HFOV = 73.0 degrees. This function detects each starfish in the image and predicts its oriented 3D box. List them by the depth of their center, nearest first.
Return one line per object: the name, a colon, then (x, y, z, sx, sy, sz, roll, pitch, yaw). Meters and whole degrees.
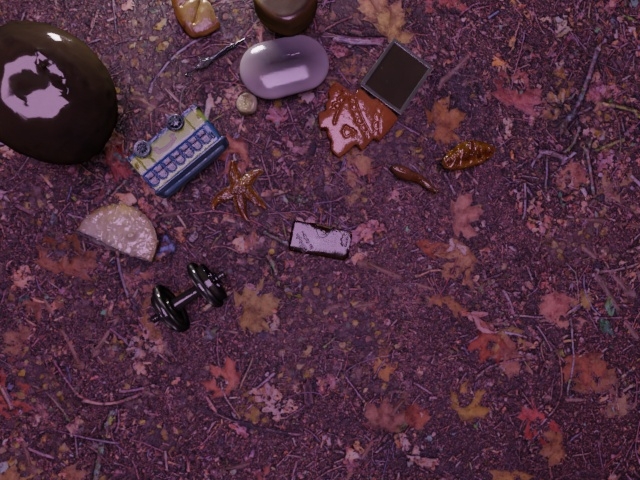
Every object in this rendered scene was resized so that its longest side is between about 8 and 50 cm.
starfish: (-0.298, -0.179, 1.596, 0.241, 0.043, 0.227, -33, 92, -3)

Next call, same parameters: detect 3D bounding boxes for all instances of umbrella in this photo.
umbrella: (-0.394, -0.684, 1.598, 0.269, 0.044, 0.044, -39, 56, -12)

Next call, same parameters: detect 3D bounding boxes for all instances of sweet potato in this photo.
sweet potato: (0.366, -0.237, 1.667, 0.214, 0.050, 0.050, 24, 87, -9)

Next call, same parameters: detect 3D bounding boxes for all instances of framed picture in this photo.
framed picture: (0.294, -0.631, 1.664, 0.197, 0.014, 0.252, 35, 78, -4)

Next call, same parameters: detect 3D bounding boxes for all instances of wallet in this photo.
wallet: (0.000, 0.000, 1.630, 0.232, 0.031, 0.121, 11, 90, -6)

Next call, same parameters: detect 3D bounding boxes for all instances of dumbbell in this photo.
dumbbell: (-0.458, 0.195, 1.496, 0.290, 0.192, 0.192, -34, 93, -6)

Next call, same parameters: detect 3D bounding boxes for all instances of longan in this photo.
longan: (-0.869, -0.467, 1.366, 0.436, 0.404, 0.404, 39, 85, -1)

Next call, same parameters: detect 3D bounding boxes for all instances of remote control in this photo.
remote control: (-0.131, -0.638, 1.586, 0.332, 0.103, 0.221, -17, 84, -6)

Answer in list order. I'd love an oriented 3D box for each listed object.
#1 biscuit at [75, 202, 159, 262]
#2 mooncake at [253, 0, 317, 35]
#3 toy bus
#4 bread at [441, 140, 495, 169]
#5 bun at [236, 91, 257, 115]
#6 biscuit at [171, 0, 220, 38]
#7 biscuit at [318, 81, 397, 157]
biscuit: (-0.706, -0.040, 1.526, 0.281, 0.084, 0.179, 19, 88, -5)
mooncake: (-0.123, -0.855, 1.573, 0.235, 0.117, 0.234, 1, 76, -4)
toy bus: (-0.496, -0.312, 1.519, 0.312, 0.152, 0.190, -41, 93, -5)
bread: (0.562, -0.331, 1.675, 0.233, 0.076, 0.104, -18, 103, -13)
bun: (-0.267, -0.501, 1.594, 0.086, 0.055, 0.086, -1, 88, 17)
biscuit: (-0.470, -0.893, 1.584, 0.154, 0.045, 0.299, -14, 90, -5)
biscuit: (0.145, -0.463, 1.645, 0.306, 0.043, 0.283, -4, 89, -6)
